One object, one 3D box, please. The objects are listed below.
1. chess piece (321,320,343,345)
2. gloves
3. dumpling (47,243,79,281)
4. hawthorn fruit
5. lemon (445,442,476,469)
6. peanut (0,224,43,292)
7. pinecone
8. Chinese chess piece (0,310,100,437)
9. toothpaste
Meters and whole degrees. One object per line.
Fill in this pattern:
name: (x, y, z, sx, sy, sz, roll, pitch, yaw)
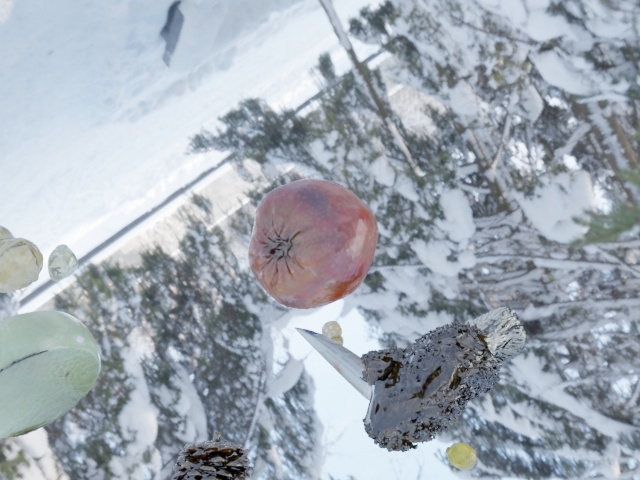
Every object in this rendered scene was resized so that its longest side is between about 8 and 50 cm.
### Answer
chess piece: (0.040, 0.302, 1.805, 0.066, 0.066, 0.122, -35, -169, 3)
gloves: (0.187, 0.215, 0.927, 0.210, 0.135, 0.312, -13, -168, 47)
dumpling: (-0.494, 0.043, 1.083, 0.057, 0.052, 0.076, -27, 177, -34)
hawthorn fruit: (0.000, 0.000, 0.805, 0.179, 0.179, 0.200, -28, 174, 31)
lemon: (0.344, 0.526, 1.393, 0.062, 0.083, 0.062, -63, -173, 14)
peanut: (-0.887, 0.051, 1.573, 0.174, 0.340, 0.158, -63, 156, -9)
pinecone: (-0.336, 0.712, 1.717, 0.257, 0.243, 0.244, -56, -160, -25)
Chinese chess piece: (-0.391, 0.176, 0.757, 0.189, 0.083, 0.188, -31, 149, -21)
toothpaste: (0.058, 0.282, 1.325, 0.323, 0.100, 0.066, 32, -81, 50)
